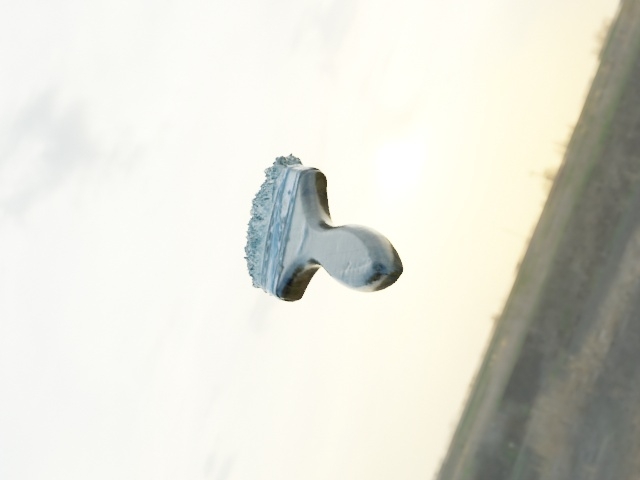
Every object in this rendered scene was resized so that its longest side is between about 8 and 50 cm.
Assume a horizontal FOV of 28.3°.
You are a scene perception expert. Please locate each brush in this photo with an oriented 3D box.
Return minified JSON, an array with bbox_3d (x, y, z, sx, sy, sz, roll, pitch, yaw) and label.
[{"bbox_3d":[0.000,0.000,0.552,0.196,0.021,0.070,-158,80,-71],"label":"brush"}]
